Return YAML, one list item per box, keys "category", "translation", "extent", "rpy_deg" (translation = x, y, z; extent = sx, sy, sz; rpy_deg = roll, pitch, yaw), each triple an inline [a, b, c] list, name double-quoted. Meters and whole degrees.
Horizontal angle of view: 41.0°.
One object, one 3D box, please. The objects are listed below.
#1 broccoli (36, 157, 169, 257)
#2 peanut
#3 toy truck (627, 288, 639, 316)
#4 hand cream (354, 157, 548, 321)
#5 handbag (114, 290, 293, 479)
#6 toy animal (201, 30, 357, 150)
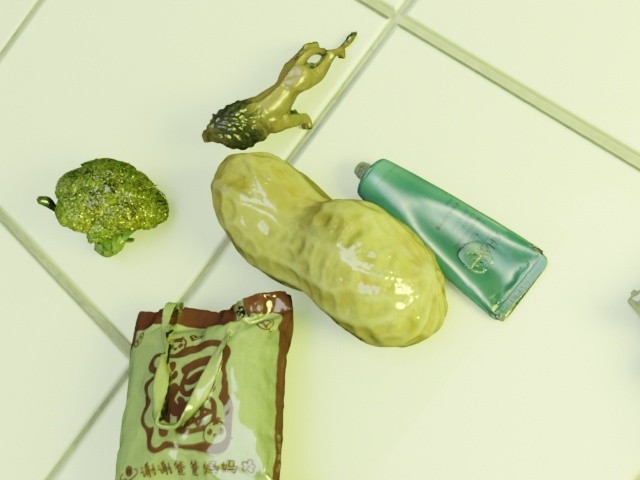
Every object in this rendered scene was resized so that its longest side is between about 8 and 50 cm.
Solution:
- category: "broccoli"
  translation: [-0.252, -0.039, 1.017]
  extent: [0.130, 0.131, 0.120]
  rpy_deg: [24, 127, 26]
- category: "peanut"
  translation: [0.000, 0.000, 0.875]
  extent: [0.298, 0.136, 0.120]
  rpy_deg: [32, 46, 28]
- category: "toy truck"
  translation: [0.371, 0.114, 0.687]
  extent: [0.136, 0.111, 0.286]
  rpy_deg: [-40, 58, 12]
- category: "hand cream"
  translation: [0.121, -0.013, 0.880]
  extent: [0.224, 0.048, 0.083]
  rpy_deg: [38, 91, 23]
- category: "handbag"
  translation: [-0.118, 0.175, 0.889]
  extent: [0.213, 0.127, 0.235]
  rpy_deg: [-10, 61, 25]
- category: "toy animal"
  translation: [-0.035, -0.166, 0.977]
  extent: [0.220, 0.086, 0.069]
  rpy_deg: [-44, 65, -12]
